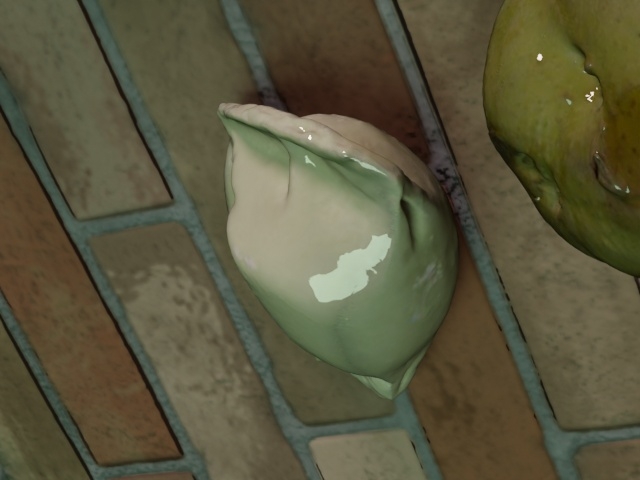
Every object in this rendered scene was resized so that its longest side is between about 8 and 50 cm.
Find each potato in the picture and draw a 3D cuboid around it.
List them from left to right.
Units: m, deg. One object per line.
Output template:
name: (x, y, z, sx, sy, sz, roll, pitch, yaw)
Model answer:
potato: (0.256, -0.067, 0.717, 0.351, 0.202, 0.218, 10, 137, 8)

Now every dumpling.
dumpling: (0.000, 0.000, 0.939, 0.179, 0.131, 0.252, 28, 153, 28)
